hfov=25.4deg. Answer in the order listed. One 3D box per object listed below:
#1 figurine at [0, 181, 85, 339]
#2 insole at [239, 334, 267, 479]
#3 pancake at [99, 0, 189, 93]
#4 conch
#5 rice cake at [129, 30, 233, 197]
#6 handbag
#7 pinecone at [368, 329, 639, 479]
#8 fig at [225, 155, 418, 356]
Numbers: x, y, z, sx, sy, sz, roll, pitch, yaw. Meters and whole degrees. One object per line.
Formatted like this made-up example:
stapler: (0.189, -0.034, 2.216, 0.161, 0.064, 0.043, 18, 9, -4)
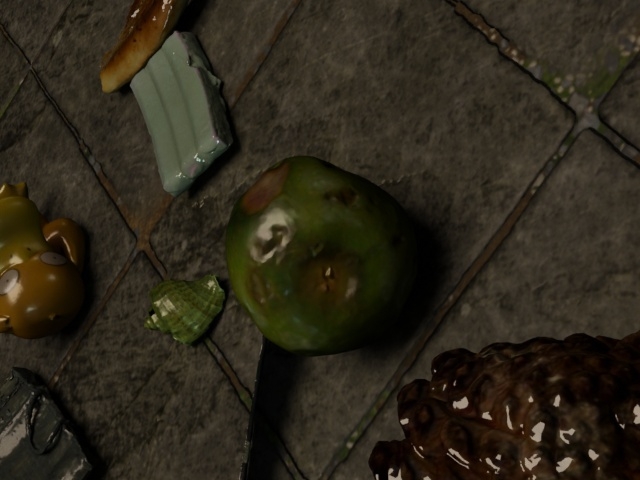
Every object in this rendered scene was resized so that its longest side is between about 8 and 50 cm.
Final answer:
figurine: (-0.423, 0.031, 1.958, 0.228, 0.215, 0.215, 10, 82, 64)
insole: (-0.071, 0.179, 1.574, 0.110, 0.012, 0.309, 108, 171, -79)
pancake: (-0.237, -0.357, 1.983, 0.266, 0.057, 0.244, -38, 47, 36)
conch: (-0.166, 0.085, 1.733, 0.121, 0.074, 0.089, -27, 87, 18)
rice cake: (-0.181, -0.170, 1.854, 0.127, 0.043, 0.237, -45, 44, 26)
handbag: (-0.391, 0.287, 1.878, 0.175, 0.089, 0.270, -57, 42, 3)
pinecone: (0.186, 0.200, 1.141, 0.296, 0.298, 0.242, -12, 101, 53)
fig: (0.000, 0.000, 1.515, 0.206, 0.206, 0.275, -59, 8, 11)
